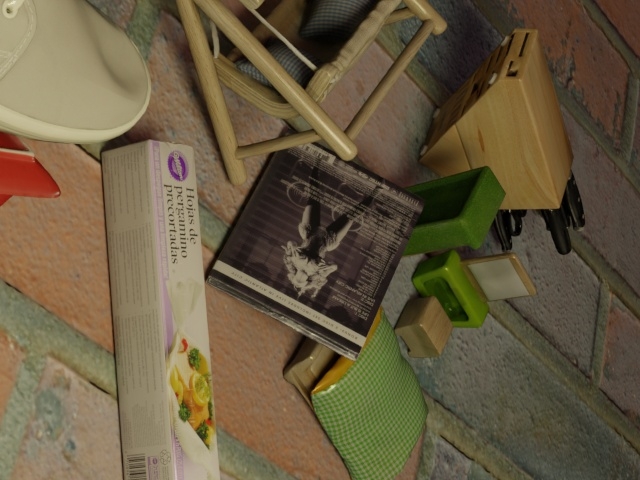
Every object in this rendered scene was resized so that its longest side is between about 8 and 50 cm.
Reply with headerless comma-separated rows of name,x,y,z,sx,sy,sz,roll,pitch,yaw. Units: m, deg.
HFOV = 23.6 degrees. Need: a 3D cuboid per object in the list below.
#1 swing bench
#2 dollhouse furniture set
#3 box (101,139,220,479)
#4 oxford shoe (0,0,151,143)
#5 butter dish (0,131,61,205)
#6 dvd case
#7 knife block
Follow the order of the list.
swing bench,-0.037,-0.235,1.505,0.254,0.165,0.253,59,41,-24
dollhouse furniture set,0.114,0.099,1.626,0.197,0.151,0.301,57,41,-26
box,-0.142,0.075,1.364,0.063,0.067,0.323,6,75,-53
oxford shoe,-0.261,-0.205,1.079,0.449,0.130,0.169,37,36,-44
butter dish,-0.305,-0.058,1.145,0.160,0.118,0.160,47,19,20
dvd case,0.000,0.000,1.538,0.165,0.018,0.221,28,50,-3
knife block,0.254,-0.096,1.804,0.242,0.275,0.088,28,53,-11
